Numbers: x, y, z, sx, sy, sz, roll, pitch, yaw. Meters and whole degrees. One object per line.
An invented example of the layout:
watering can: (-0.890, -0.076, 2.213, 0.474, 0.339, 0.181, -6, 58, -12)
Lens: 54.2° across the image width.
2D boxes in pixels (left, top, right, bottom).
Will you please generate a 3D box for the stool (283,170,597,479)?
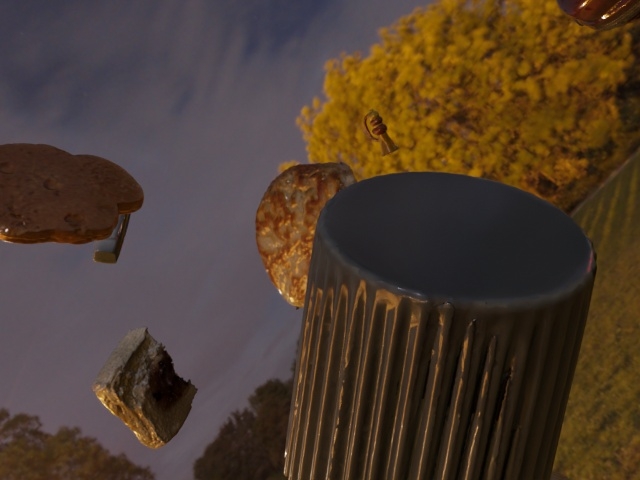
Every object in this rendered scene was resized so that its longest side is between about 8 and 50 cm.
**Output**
stool: (0.114, 0.127, 0.644, 0.297, 0.297, 0.330, -37, -40, -48)

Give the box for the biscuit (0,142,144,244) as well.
biscuit: (-0.486, -0.079, 1.091, 0.375, 0.269, 0.051, -11, -44, -50)

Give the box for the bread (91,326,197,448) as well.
bread: (-0.139, 0.120, 0.503, 0.035, 0.083, 0.070, -18, 24, 25)

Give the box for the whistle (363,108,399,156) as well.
whistle: (0.136, -0.249, 1.435, 0.046, 0.109, 0.057, -28, 6, -1)

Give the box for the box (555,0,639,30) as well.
box: (0.336, -0.439, 0.665, 0.263, 0.108, 0.404, 130, 142, -78)

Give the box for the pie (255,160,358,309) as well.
pie: (0.000, 0.000, 0.812, 0.178, 0.205, 0.084, -14, 3, 42)

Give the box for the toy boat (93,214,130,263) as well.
toy boat: (-0.539, -0.038, 1.623, 0.261, 0.078, 0.085, -97, 18, -45)

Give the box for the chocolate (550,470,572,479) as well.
chocolate: (0.325, 0.414, 1.001, 0.134, 0.309, 0.134, -48, 21, 25)
